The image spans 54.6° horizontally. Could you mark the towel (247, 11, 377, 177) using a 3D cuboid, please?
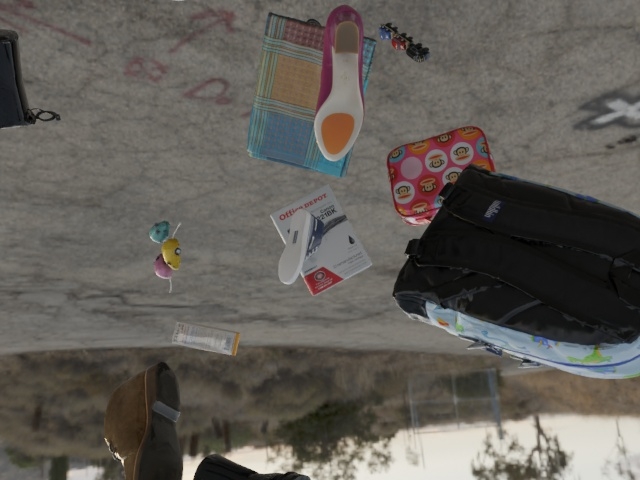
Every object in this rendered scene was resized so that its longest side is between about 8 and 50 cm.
[{"bbox_3d":[-0.031,-0.341,1.523,0.272,0.040,0.370,14,124,1],"label":"towel"}]

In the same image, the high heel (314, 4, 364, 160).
[{"bbox_3d":[0.030,-0.260,1.031,0.082,0.117,0.244,-1,123,0],"label":"high heel"}]

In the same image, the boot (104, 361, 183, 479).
[{"bbox_3d":[-0.311,0.362,1.069,0.115,0.305,0.112,-22,133,9],"label":"boot"}]

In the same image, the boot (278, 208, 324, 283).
[{"bbox_3d":[-0.039,0.024,1.511,0.069,0.189,0.086,3,161,41],"label":"boot"}]

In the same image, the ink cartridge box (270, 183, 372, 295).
[{"bbox_3d":[0.000,0.000,1.821,0.197,0.272,0.114,-28,174,-3],"label":"ink cartridge box"}]

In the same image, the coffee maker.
[{"bbox_3d":[-0.633,-0.326,1.242,0.171,0.178,0.120,-21,-140,-39],"label":"coffee maker"}]

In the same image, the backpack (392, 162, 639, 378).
[{"bbox_3d":[0.339,0.057,0.913,0.356,0.290,0.273,7,149,50],"label":"backpack"}]

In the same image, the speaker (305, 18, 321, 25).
[{"bbox_3d":[-0.053,-0.516,1.589,0.055,0.055,0.136,3,172,-33],"label":"speaker"}]

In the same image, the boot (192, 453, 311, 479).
[{"bbox_3d":[-0.088,0.434,0.880,0.207,0.246,0.094,-10,179,43],"label":"boot"}]

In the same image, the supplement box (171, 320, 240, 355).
[{"bbox_3d":[-0.178,0.151,0.965,0.099,0.036,0.062,13,172,-7],"label":"supplement box"}]

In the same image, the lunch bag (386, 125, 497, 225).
[{"bbox_3d":[0.340,-0.159,1.715,0.293,0.258,0.120,-13,159,17],"label":"lunch bag"}]

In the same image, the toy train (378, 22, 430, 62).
[{"bbox_3d":[0.162,-0.396,1.241,0.036,0.158,0.027,-32,140,-8],"label":"toy train"}]

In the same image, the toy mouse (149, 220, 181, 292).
[{"bbox_3d":[-0.317,0.019,1.231,0.031,0.161,0.143,-9,-156,-32],"label":"toy mouse"}]
